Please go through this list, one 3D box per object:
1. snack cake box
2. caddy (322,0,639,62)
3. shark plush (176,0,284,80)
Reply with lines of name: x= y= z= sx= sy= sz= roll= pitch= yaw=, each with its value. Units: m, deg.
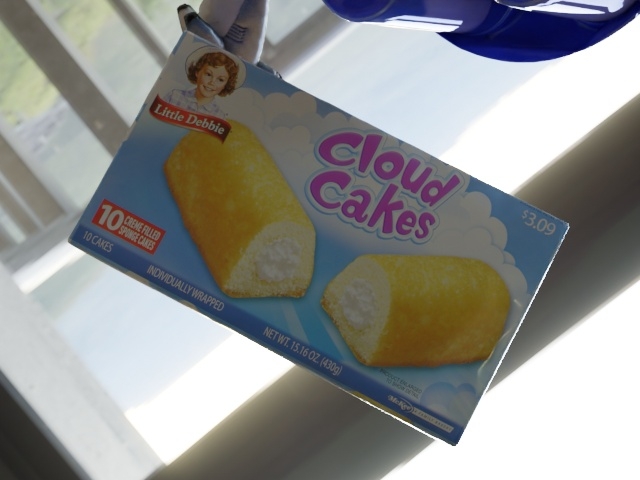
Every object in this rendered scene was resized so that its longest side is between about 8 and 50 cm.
snack cake box: x=0.000 y=0.000 z=0.860 sx=0.152 sy=0.264 sz=0.089 roll=-62 pitch=174 yaw=-5
caddy: x=0.107 y=-0.279 z=0.854 sx=0.241 sy=0.341 sz=0.179 roll=2 pitch=-169 yaw=34
shark plush: x=-0.054 y=-0.111 z=0.985 sx=0.067 sy=0.161 sz=0.073 roll=-13 pitch=-175 yaw=-7
